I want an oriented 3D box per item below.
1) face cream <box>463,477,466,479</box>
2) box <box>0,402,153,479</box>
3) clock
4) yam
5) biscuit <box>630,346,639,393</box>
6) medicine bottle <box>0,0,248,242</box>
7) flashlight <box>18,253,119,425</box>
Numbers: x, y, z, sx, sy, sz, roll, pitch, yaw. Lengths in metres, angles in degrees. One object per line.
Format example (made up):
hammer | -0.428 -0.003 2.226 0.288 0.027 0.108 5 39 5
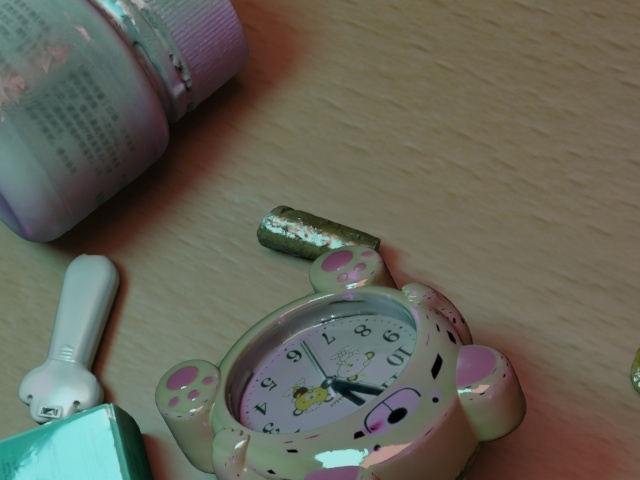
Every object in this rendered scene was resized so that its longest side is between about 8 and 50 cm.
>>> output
face cream | 0.088 0.254 1.259 0.104 0.117 0.117 -4 66 0
box | -0.313 0.314 1.311 0.311 0.118 0.205 -20 63 2
clock | 0.020 0.148 1.242 0.284 0.114 0.309 -36 32 -19
yam | 0.000 0.000 1.419 0.132 0.054 0.054 18 72 17
biscuit | 0.374 0.155 1.298 0.147 0.018 0.071 39 81 24
medicine bottle | -0.265 -0.184 1.438 0.325 0.256 0.256 -41 66 -16
flashlight | -0.267 0.108 1.430 0.093 0.047 0.200 5 66 12
